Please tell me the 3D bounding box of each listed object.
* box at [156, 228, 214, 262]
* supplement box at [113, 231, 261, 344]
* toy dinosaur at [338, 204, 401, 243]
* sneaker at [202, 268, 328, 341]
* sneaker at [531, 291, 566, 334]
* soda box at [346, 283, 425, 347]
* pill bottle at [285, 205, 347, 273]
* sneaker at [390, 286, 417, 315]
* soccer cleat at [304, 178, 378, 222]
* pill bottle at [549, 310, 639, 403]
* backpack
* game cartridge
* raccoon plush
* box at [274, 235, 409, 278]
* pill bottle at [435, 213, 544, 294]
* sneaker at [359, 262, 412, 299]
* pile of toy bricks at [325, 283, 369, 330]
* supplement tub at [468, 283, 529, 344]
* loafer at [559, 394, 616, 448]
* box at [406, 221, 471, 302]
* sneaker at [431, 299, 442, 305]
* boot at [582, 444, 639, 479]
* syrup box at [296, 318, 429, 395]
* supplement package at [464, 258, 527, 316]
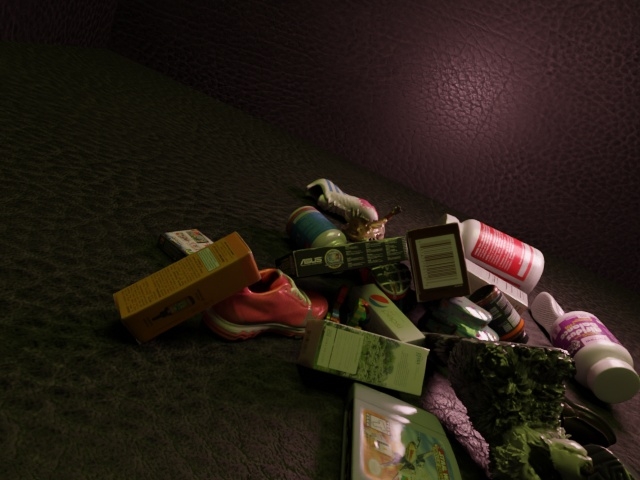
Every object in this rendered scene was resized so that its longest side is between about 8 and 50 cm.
[{"bbox_3d":[-0.269,0.045,1.050,0.207,0.036,0.114,35,22,23],"label":"box"},{"bbox_3d":[-0.227,0.079,0.781,0.234,0.078,0.080,-29,46,-18],"label":"supplement box"},{"bbox_3d":[0.125,-0.028,1.415,0.201,0.127,0.296,-3,-9,-23],"label":"toy dinosaur"},{"bbox_3d":[-0.081,0.124,0.936,0.314,0.136,0.116,3,32,-47],"label":"sneaker"},{"bbox_3d":[0.907,0.315,1.699,0.161,0.102,0.282,30,26,-10],"label":"sneaker"},{"bbox_3d":[0.155,0.197,1.111,0.074,0.069,0.216,-4,33,-31],"label":"soda box"},{"bbox_3d":[0.000,0.000,1.345,0.124,0.124,0.221,6,28,-42],"label":"pill bottle"},{"bbox_3d":[0.237,0.175,1.274,0.078,0.067,0.188,35,25,1],"label":"sneaker"},{"bbox_3d":[0.074,-0.139,1.819,0.331,0.115,0.143,35,38,29],"label":"soccer cleat"},{"bbox_3d":[0.849,0.358,1.402,0.170,0.169,0.301,25,20,-1],"label":"pill bottle"},{"bbox_3d":[0.377,0.235,1.199,0.188,0.144,0.166,42,20,25],"label":"backpack"},{"bbox_3d":[0.130,0.364,0.724,0.198,0.062,0.297,20,21,-3],"label":"game cartridge"},{"bbox_3d":[0.354,0.357,0.928,0.216,0.298,0.446,7,-9,-8],"label":"raccoon plush"},{"bbox_3d":[0.043,0.047,1.087,0.270,0.060,0.216,-8,-6,-17],"label":"box"},{"bbox_3d":[0.647,0.058,1.806,0.408,0.228,0.229,26,21,0],"label":"pill bottle"},{"bbox_3d":[0.179,0.113,1.282,0.108,0.118,0.279,-5,18,-10],"label":"sneaker"},{"bbox_3d":[0.078,0.177,1.035,0.118,0.105,0.212,24,21,-5],"label":"pile of toy bricks"},{"bbox_3d":[0.547,0.238,1.376,0.197,0.106,0.106,52,21,-3],"label":"supplement tub"},{"bbox_3d":[0.592,0.433,1.085,0.220,0.080,0.078,33,54,15],"label":"loafer"},{"bbox_3d":[0.325,0.060,1.295,0.143,0.190,0.381,-10,-5,12],"label":"box"},{"bbox_3d":[0.413,0.204,1.378,0.082,0.090,0.232,18,22,-20],"label":"sneaker"},{"bbox_3d":[0.679,0.572,0.768,0.446,0.146,0.366,28,31,-23],"label":"boot"},{"bbox_3d":[0.086,0.230,0.890,0.237,0.093,0.096,19,-15,-18],"label":"syrup box"},{"bbox_3d":[0.541,0.185,1.506,0.244,0.139,0.134,33,21,14],"label":"supplement package"}]
